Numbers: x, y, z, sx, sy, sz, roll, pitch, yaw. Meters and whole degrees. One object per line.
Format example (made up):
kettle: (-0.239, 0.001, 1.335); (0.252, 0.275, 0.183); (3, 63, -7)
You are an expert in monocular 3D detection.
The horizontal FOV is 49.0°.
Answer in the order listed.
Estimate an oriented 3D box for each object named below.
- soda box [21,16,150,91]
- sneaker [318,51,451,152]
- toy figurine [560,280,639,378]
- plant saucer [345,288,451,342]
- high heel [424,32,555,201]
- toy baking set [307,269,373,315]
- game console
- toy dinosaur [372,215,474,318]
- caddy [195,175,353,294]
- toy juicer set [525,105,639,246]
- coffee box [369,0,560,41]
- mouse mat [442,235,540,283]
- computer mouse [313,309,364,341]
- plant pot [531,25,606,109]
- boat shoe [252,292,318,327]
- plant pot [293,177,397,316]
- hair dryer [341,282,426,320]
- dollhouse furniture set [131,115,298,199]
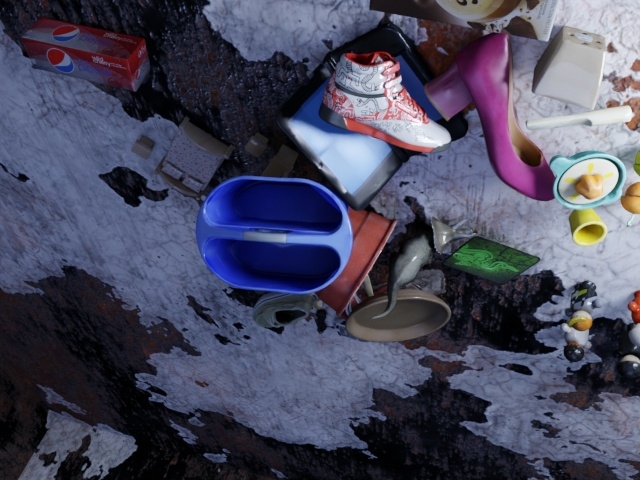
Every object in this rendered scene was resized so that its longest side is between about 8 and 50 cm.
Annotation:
soda box: (-0.519, -0.417, 1.563); (0.264, 0.083, 0.092); (14, 143, 10)
sneaker: (0.143, -0.262, 1.312); (0.270, 0.090, 0.144); (13, 121, -12)
toy figurine: (0.683, 0.215, 1.668); (0.210, 0.148, 0.213); (11, 142, 15)
plant saucer: (0.201, 0.197, 1.839); (0.278, 0.041, 0.277); (-4, 150, -2)
high heel: (0.381, -0.220, 1.322); (0.377, 0.127, 0.181); (35, 131, -27)
toy baking set: (0.064, 0.119, 1.908); (0.256, 0.030, 0.196); (16, 120, 12)
game console: (0.107, -0.233, 1.394); (0.250, 0.173, 0.293); (-17, 129, 41)
toy dinosaur: (0.210, 0.047, 1.663); (0.121, 0.313, 0.160); (48, 168, 10)
caddy: (-0.092, -0.016, 1.489); (0.342, 0.179, 0.241); (4, 98, 14)
toy juicer set: (0.540, -0.130, 1.321); (0.209, 0.089, 0.329); (-23, 130, 19)
coffee box: (0.238, -0.441, 1.115); (0.297, 0.118, 0.168); (14, 143, 11)
mouse mat: (0.409, 0.050, 1.689); (0.190, 0.007, 0.152); (19, 145, -16)
computer mouse: (0.073, 0.261, 2.131); (0.193, 0.042, 0.106); (12, 137, 23)
plant pot: (0.434, -0.303, 1.203); (0.109, 0.109, 0.096); (18, 131, 7)
boat shoe: (-0.122, 0.212, 2.123); (0.109, 0.094, 0.302); (36, 141, -17)
plant pot: (0.000, 0.000, 1.683); (0.265, 0.272, 0.272); (31, 143, 2)
hair dryer: (0.136, 0.157, 1.965); (0.294, 0.080, 0.223); (13, 126, 5)
dollhouse furniture set: (-0.284, -0.166, 1.677); (0.356, 0.173, 0.303); (31, 142, -11)
